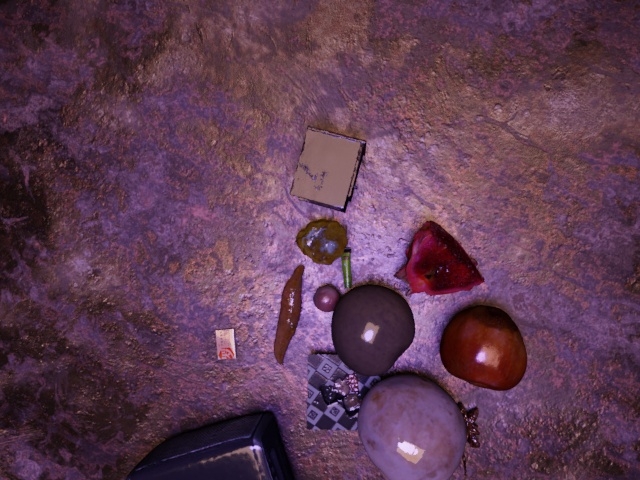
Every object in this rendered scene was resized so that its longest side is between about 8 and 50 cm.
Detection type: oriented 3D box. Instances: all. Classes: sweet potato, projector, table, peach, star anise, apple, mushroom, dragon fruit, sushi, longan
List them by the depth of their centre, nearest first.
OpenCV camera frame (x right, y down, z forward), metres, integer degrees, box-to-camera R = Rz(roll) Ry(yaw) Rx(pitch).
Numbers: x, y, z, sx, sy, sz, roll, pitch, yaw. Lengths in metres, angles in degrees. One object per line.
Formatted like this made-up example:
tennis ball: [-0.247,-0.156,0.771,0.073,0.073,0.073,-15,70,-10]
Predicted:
apple: [0.447,0.289,1.150,0.229,0.230,0.230,0,90,5]
mushroom: [0.240,0.530,1.167,0.297,0.298,0.290,14,131,5]
longan: [0.144,0.248,1.175,0.248,0.248,0.249,0,90,5]
dragon fruit: [0.302,0.062,1.203,0.211,0.134,0.262,-40,123,18]
projector: [-0.277,0.748,1.208,0.404,0.242,0.396,-18,86,4]
table: [0.029,-0.193,1.210,0.172,0.169,0.193,16,91,5]
star anise: [0.416,0.570,1.220,0.097,0.070,0.191,2,78,-5]
peach: [0.020,0.175,1.256,0.083,0.083,0.083,0,90,5]
sushi: [0.069,0.448,1.271,0.219,0.047,0.232,1,94,1]
sweet potato: [-0.092,0.230,1.275,0.072,0.066,0.315,11,93,46]

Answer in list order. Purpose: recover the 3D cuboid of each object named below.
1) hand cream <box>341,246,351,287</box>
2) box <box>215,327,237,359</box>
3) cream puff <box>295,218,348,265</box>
hand cream: [0.079,0.082,1.280,0.036,0.023,0.122,-4,86,9]
box: [-0.294,0.322,1.319,0.058,0.015,0.093,-5,89,4]
cream puff: [0.000,0.000,1.250,0.146,0.116,0.146,-5,103,-22]
